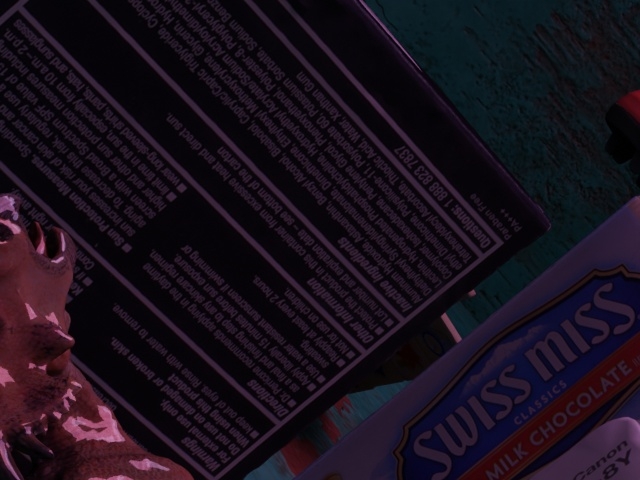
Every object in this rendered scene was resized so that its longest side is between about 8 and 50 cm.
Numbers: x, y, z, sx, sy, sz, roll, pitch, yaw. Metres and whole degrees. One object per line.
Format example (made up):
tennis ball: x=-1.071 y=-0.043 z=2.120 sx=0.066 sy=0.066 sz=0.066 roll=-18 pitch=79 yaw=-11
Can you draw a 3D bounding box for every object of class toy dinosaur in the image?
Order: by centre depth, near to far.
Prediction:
toy dinosaur: x=-0.102 y=0.148 z=0.779 sx=0.200 sy=0.127 sz=0.295 roll=31 pitch=32 yaw=-47

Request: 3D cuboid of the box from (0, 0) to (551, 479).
box: x=-0.102 y=-0.041 z=0.973 sx=0.296 sy=0.294 sz=0.183 roll=46 pitch=6 yaw=-29

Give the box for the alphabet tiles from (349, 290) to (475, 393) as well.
alphabet tiles: x=0.000 y=0.000 z=1.632 sx=0.285 sy=0.011 sz=0.342 roll=57 pitch=-27 yaw=-6

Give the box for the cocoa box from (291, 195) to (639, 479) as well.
cocoa box: x=0.152 y=0.185 z=1.167 sx=0.228 sy=0.347 sz=0.231 roll=54 pitch=9 yaw=25

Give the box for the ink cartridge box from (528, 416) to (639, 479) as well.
ink cartridge box: x=0.179 y=0.322 z=0.943 sx=0.384 sy=0.279 sz=0.160 roll=48 pitch=9 yaw=-16

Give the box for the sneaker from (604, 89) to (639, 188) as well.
sneaker: x=0.301 y=-0.015 z=1.175 sx=0.276 sy=0.135 sz=0.097 roll=46 pitch=5 yaw=-18
